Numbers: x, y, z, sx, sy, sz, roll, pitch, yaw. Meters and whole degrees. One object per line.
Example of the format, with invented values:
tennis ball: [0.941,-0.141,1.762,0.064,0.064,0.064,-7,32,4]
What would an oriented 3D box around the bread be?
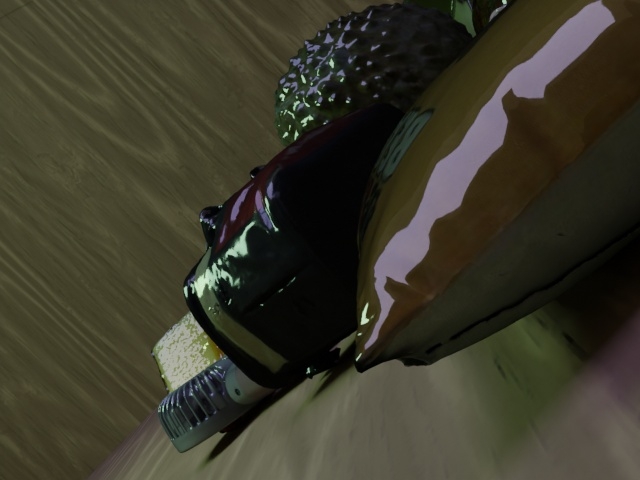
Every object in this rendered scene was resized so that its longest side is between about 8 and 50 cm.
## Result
bread: [-0.169,0.159,1.735,0.240,0.135,0.178,-43,2,4]

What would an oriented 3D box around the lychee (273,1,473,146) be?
lychee: [0.079,-0.152,1.262,0.275,0.255,0.255,-2,-9,-12]

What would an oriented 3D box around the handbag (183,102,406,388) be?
handbag: [0.000,0.000,0.954,0.181,0.181,0.254,-41,2,40]

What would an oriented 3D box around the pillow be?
pillow: [0.130,-0.072,0.542,0.312,0.119,0.310,-44,6,5]

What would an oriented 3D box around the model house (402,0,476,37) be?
model house: [0.252,-0.239,1.524,0.205,0.218,0.278,-9,28,-17]

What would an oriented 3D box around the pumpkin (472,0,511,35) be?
pumpkin: [0.271,-0.298,1.168,0.260,0.189,0.260,-44,2,2]

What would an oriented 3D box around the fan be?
fan: [-0.083,0.155,1.140,0.130,0.074,0.244,-33,-2,-42]
